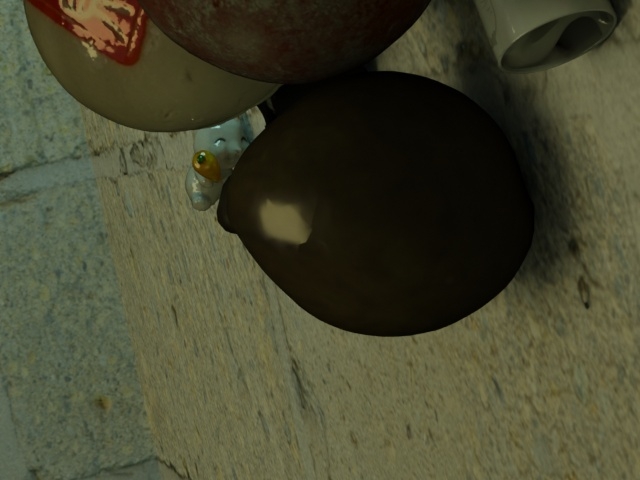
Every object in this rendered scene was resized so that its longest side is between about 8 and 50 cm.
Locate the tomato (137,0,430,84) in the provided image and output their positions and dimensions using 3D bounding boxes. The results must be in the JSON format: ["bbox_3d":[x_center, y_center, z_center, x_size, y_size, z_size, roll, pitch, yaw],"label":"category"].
[{"bbox_3d":[-0.031,-0.295,1.460,0.282,0.317,0.316,39,-165,-45],"label":"tomato"}]

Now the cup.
[{"bbox_3d":[0.160,-0.202,1.298,0.136,0.099,0.133,122,131,-64],"label":"cup"}]

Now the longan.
[{"bbox_3d":[0.047,-0.035,1.487,0.300,0.300,0.243,166,112,-72],"label":"longan"}]

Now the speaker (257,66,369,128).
[{"bbox_3d":[-0.079,-0.174,1.905,0.329,0.198,0.259,47,123,45],"label":"speaker"}]

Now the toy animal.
[{"bbox_3d":[-0.157,-0.140,2.280,0.127,0.131,0.181,36,130,32],"label":"toy animal"}]

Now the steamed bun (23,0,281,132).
[{"bbox_3d":[-0.168,-0.307,1.753,0.241,0.374,0.374,35,-156,-53],"label":"steamed bun"}]
